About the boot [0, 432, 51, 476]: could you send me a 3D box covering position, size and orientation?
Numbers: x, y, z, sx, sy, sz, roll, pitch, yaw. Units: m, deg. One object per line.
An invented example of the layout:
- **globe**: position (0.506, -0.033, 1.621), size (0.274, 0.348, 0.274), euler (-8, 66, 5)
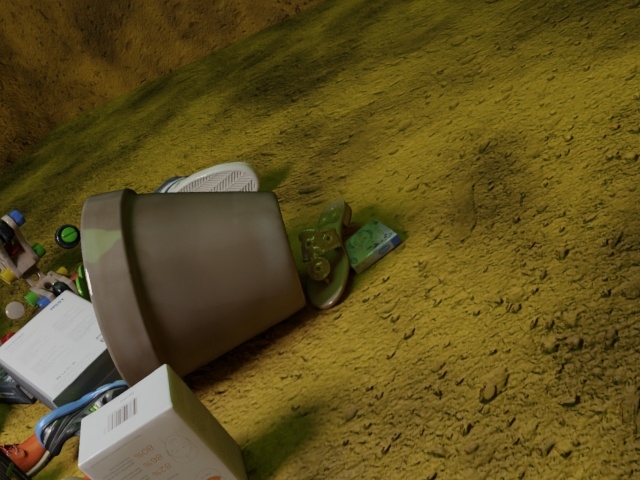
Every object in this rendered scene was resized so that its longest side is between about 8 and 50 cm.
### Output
- **boot**: position (-0.499, 0.349, 1.179), size (0.158, 0.085, 0.059), euler (-45, 27, -26)

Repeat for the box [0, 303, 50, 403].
- **box**: position (-0.577, 0.226, 1.498), size (0.183, 0.059, 0.233), euler (-8, 36, 39)

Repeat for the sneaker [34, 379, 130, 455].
- **sneaker**: position (-0.354, 0.280, 1.167), size (0.188, 0.078, 0.067), euler (-27, -10, -20)

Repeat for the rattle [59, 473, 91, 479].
- **rattle**: position (-0.332, 0.392, 0.985), size (0.130, 0.143, 0.199), euler (-2, 8, -9)

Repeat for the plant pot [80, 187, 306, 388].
- **plant pot**: position (-0.180, 0.049, 1.144), size (0.280, 0.323, 0.323), euler (-16, 27, -3)

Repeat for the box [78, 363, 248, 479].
- **box**: position (-0.188, 0.262, 0.889), size (0.130, 0.170, 0.091), euler (-33, 28, 0)

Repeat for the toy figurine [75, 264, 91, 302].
- **toy figurine**: position (-0.392, 0.077, 1.478), size (0.159, 0.130, 0.173), euler (-24, -5, -6)

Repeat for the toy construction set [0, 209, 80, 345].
- **toy construction set**: position (-0.712, 0.104, 1.743), size (0.237, 0.257, 0.309), euler (-25, 45, 56)

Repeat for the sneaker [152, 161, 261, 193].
- **sneaker**: position (-0.286, -0.109, 1.668), size (0.350, 0.131, 0.148), euler (-22, 33, 20)

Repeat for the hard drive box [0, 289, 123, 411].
- **hard drive box**: position (-0.442, 0.204, 1.303), size (0.232, 0.089, 0.181), euler (18, 53, 41)

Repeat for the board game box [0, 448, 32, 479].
- **board game box**: position (-0.531, 0.378, 1.098), size (0.170, 0.141, 0.048), euler (-25, 27, 16)

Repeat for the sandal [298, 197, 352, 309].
- **sandal**: position (-0.005, 0.003, 1.196), size (0.088, 0.079, 0.240), euler (-29, 32, 31)

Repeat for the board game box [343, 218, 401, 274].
- **board game box**: position (0.076, 0.009, 1.201), size (0.090, 0.020, 0.090), euler (-36, 27, -6)
